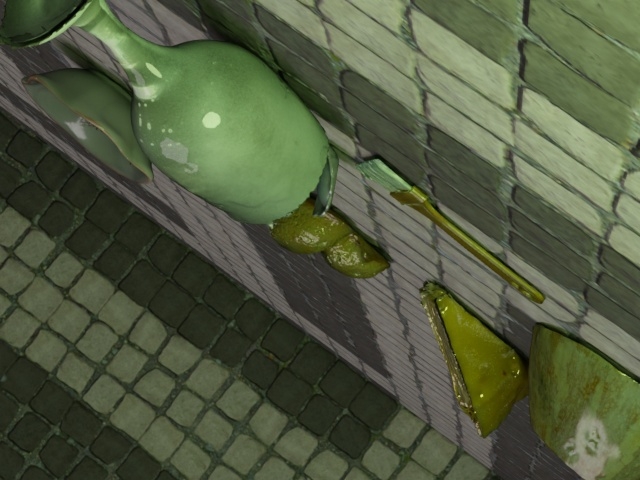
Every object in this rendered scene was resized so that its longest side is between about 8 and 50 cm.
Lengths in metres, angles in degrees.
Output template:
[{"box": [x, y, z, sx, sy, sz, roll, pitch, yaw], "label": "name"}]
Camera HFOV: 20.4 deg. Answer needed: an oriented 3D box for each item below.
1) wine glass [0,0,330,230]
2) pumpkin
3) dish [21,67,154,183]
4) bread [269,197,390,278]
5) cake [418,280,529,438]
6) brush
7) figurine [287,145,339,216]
[{"box": [-0.126, -0.136, 1.512, 0.321, 0.143, 0.143, 43, 171, -39], "label": "wine glass"}, {"box": [0.279, 0.188, 1.799, 0.217, 0.110, 0.217, 32, 177, 2], "label": "pumpkin"}, {"box": [-0.292, -0.172, 2.384, 0.229, 0.081, 0.229, 38, 170, 8], "label": "dish"}, {"box": [0.000, 0.000, 2.119, 0.149, 0.065, 0.187, 35, 173, -29], "label": "bread"}, {"box": [0.159, 0.140, 2.054, 0.185, 0.116, 0.079, 35, 177, -26], "label": "cake"}, {"box": [0.124, -0.008, 1.640, 0.218, 0.010, 0.082, 37, 173, -10], "label": "brush"}, {"box": [-0.028, -0.065, 1.712, 0.086, 0.094, 0.082, 9, -145, -3], "label": "figurine"}]
